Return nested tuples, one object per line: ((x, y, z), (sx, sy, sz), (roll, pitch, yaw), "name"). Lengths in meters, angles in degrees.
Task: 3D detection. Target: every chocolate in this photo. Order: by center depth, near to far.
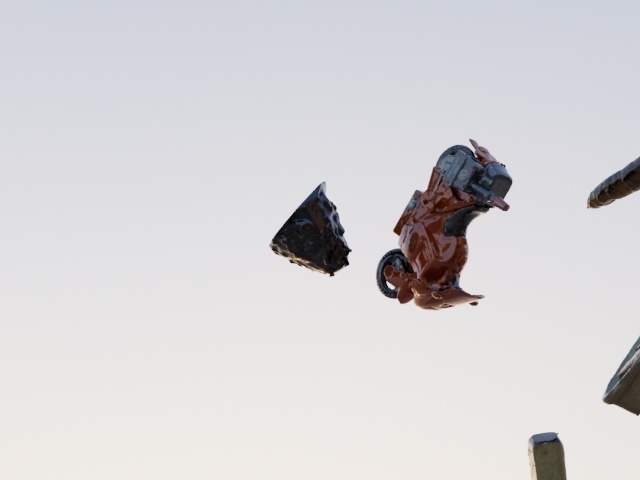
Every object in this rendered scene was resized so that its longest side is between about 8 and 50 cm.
((0.000, 0.000, 2.093), (0.133, 0.156, 0.156), (42, -36, 0), "chocolate")

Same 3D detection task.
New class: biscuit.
((0.371, 0.402, 1.903), (0.056, 0.188, 0.052), (-8, 11, -3), "biscuit")

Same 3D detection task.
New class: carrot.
((0.598, -0.138, 2.138), (0.066, 0.066, 0.314), (24, -43, -34), "carrot")

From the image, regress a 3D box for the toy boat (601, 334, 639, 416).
((0.502, 0.198, 1.830), (0.061, 0.188, 0.116), (39, -32, 8), "toy boat")

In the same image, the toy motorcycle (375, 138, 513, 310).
((0.229, -0.008, 2.086), (0.147, 0.221, 0.326), (13, -70, -48), "toy motorcycle")
